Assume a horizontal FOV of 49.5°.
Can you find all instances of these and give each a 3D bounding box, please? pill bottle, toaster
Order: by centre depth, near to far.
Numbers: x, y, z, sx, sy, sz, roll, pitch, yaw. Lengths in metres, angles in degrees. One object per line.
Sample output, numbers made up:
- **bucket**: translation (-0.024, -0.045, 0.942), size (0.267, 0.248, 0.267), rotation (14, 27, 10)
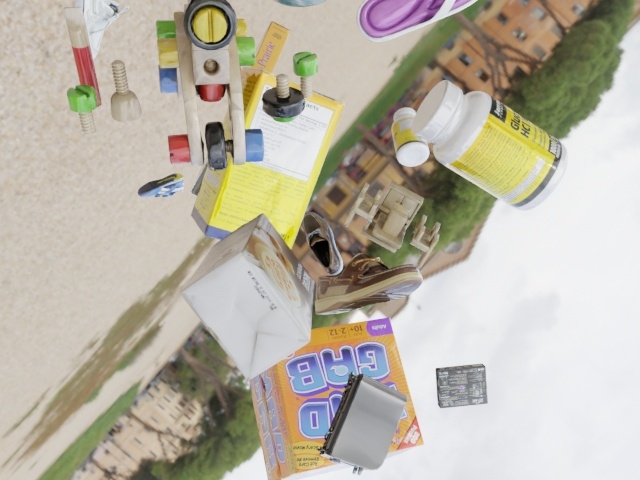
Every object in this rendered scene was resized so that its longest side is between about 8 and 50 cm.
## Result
- **toaster**: translation (0.078, 0.339, 1.301), size (0.168, 0.110, 0.186), rotation (104, 10, -72)
- **pill bottle**: translation (0.385, -0.223, 1.601), size (0.188, 0.334, 0.188), rotation (-55, -164, 24)
- **pill bottle**: translation (0.280, -0.331, 2.197), size (0.103, 0.103, 0.184), rotation (-46, -143, 41)

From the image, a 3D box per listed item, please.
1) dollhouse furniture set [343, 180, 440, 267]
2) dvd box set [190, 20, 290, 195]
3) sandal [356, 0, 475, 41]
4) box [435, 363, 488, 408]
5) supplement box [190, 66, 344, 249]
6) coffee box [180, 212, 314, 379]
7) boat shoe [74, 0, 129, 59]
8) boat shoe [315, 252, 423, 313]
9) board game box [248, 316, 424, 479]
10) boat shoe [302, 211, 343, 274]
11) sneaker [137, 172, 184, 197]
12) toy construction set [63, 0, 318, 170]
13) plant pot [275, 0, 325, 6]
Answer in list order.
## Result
- **dollhouse furniture set**: translation (0.170, -0.027, 1.747), size (0.161, 0.212, 0.242), rotation (-61, 179, 25)
- **dvd box set**: translation (-0.219, -0.337, 1.857), size (0.307, 0.062, 0.420), rotation (-35, -147, 66)
- **sandal**: translation (0.281, -0.630, 1.737), size (0.416, 0.169, 0.102), rotation (-33, -174, 13)
- **box**: translation (0.239, 0.246, 1.175), size (0.083, 0.067, 0.018), rotation (-6, -174, -3)
- **supplement box**: translation (-0.122, -0.171, 1.504), size (0.356, 0.194, 0.195), rotation (-69, -157, 8)
- **coffee box**: translation (-0.088, 0.064, 0.943), size (0.098, 0.141, 0.246), rotation (-34, -170, 8)
- **boat shoe**: translation (-0.719, -0.774, 2.306), size (0.136, 0.156, 0.367), rotation (-94, -168, -74)
- **boat shoe**: translation (0.098, 0.089, 1.628), size (0.123, 0.123, 0.342), rotation (2, 164, -34)
- **board game box**: translation (0.022, 0.459, 1.960), size (0.356, 0.356, 0.356), rotation (-6, 158, -19)
- **boat shoe**: translation (0.000, 0.000, 1.778), size (0.066, 0.183, 0.066), rotation (-35, 159, 12)
- **sneaker**: translation (-0.471, -0.151, 2.066), size (0.144, 0.053, 0.059), rotation (-20, 130, -20)
- **toy construction set**: translation (-0.178, -0.248, 0.852), size (0.257, 0.309, 0.237), rotation (-71, 166, -50)
- **plant pot**: translation (-0.068, -0.648, 1.416), size (0.293, 0.293, 0.235), rotation (-48, 175, 16)
